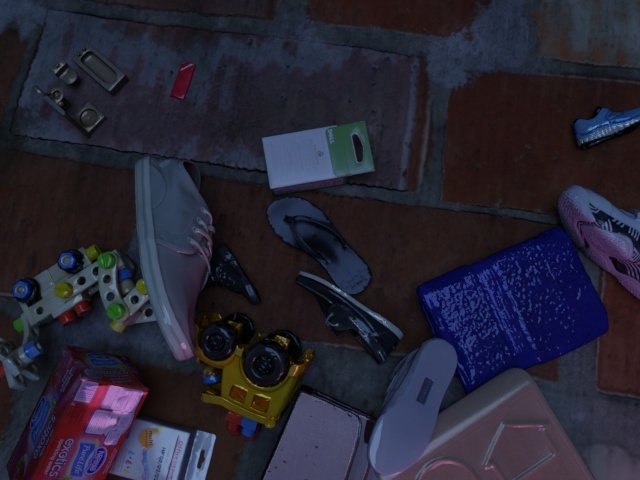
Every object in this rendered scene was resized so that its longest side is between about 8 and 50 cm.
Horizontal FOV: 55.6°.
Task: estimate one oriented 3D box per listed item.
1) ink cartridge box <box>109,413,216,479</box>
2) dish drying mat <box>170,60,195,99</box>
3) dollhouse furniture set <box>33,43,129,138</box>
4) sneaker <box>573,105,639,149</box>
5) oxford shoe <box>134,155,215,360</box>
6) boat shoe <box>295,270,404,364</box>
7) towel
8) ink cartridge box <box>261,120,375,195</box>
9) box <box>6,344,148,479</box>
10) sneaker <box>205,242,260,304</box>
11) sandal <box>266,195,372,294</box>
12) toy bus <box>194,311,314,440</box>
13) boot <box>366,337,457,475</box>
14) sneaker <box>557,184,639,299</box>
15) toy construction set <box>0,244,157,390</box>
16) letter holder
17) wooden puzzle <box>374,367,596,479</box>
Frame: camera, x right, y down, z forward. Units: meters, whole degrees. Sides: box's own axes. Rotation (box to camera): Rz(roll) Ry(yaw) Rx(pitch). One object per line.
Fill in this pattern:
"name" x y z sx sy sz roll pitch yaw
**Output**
"ink cartridge box" -0.296 0.390 1.118 0.182 0.061 0.104 12 79 5
"dish drying mat" -0.292 -0.341 1.288 0.032 0.008 0.083 16 80 4
"dollhouse furniture set" -0.493 -0.327 1.235 0.144 0.123 0.151 41 83 9
"sneaker" 0.581 -0.244 1.206 0.162 0.063 0.073 -20 76 -2
"oxford shoe" -0.252 0.004 1.086 0.130 0.169 0.449 -10 50 -9
"boat shoe" 0.042 0.140 1.142 0.233 0.084 0.079 36 82 6
"towel" 0.358 0.130 1.142 0.308 0.076 0.227 -24 86 -3
"ink cartridge box" -0.005 -0.163 1.214 0.210 0.062 0.108 -10 79 0
"box" -0.425 0.329 1.058 0.123 0.128 0.256 32 97 50
"sneaker" -0.194 0.072 1.185 0.089 0.051 0.170 -34 75 -4
"sandal" 0.001 0.000 1.185 0.254 0.054 0.097 40 83 9
"toy bus" -0.147 0.254 1.111 0.220 0.149 0.211 21 96 8
"boot" 0.150 0.294 1.066 0.095 0.123 0.258 36 64 2
"sneaker" 0.628 -0.014 1.125 0.366 0.137 0.210 43 83 4
"toy construction set" -0.458 0.133 1.142 0.328 0.151 0.215 -30 79 -15
"letter holder" 0.002 0.437 1.054 0.215 0.152 0.301 23 81 5
"wooden puzzle" 0.308 0.448 1.060 0.322 0.080 0.347 -31 83 -7
